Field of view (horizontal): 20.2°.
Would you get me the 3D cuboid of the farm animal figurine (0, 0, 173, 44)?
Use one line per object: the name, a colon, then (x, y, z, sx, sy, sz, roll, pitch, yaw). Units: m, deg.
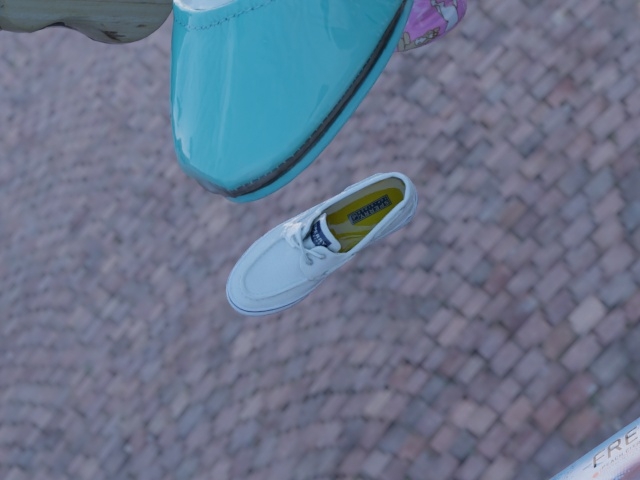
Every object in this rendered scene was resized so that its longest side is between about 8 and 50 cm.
farm animal figurine: (-0.251, -0.159, 0.857, 0.172, 0.330, 0.327, -66, -9, 28)

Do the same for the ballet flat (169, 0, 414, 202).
ballet flat: (0.001, -0.123, 0.609, 0.083, 0.087, 0.247, -5, 42, 40)

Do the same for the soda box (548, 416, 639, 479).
soda box: (0.212, 0.139, 1.082, 0.183, 0.063, 0.058, -38, 13, 20)

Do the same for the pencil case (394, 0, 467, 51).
pencil case: (0.036, -0.348, 1.531, 0.160, 0.386, 0.167, 20, 42, 36)

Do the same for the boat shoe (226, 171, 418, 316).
boat shoe: (0.000, 0.000, 0.810, 0.100, 0.035, 0.035, -30, -11, -1)
